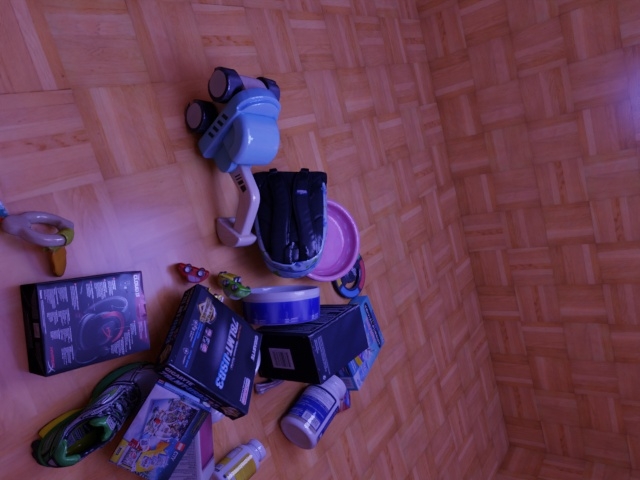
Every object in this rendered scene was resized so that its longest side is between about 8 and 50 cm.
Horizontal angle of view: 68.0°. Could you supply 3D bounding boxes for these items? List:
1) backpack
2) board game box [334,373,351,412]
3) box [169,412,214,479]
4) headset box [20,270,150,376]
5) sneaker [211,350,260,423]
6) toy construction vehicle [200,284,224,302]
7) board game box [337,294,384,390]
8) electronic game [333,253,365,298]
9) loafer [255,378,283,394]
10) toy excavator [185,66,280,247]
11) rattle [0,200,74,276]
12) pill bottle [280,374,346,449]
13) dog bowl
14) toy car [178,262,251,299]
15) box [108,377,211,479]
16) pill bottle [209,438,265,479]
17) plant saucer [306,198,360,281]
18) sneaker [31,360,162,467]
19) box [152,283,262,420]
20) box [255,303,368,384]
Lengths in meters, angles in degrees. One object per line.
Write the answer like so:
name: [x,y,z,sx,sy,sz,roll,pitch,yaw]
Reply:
backpack: [-0.101,-0.047,1.668,0.290,0.273,0.355,-4,53,-11]
board game box: [0.070,0.578,2.000,0.145,0.027,0.281,1,85,-49]
box: [-0.390,0.559,1.333,0.127,0.148,0.232,25,61,-86]
headset box: [-0.577,0.197,1.213,0.293,0.110,0.218,-8,91,-50]
sneaker: [-0.300,0.421,1.510,0.152,0.114,0.305,58,46,-29]
toy construction vehicle: [-0.365,0.196,1.529,0.098,0.035,0.086,27,64,-36]
board game box: [0.154,0.432,2.039,0.336,0.079,0.254,-46,120,-52]
electronic game: [0.128,0.143,2.106,0.229,0.048,0.229,9,78,-49]
loafer: [-0.182,0.509,1.698,0.125,0.045,0.039,-15,91,-47]
toy excavator: [-0.258,-0.256,1.535,0.222,0.433,0.445,-5,61,-50]
rattle: [-0.712,-0.006,1.142,0.199,0.143,0.130,10,45,-34]
pill bottle: [-0.019,0.633,1.789,0.264,0.153,0.153,-44,118,-43]
dog bowl: [-0.133,0.216,1.619,0.265,0.265,0.104,-3,90,-50]
toy car: [-0.303,0.138,1.475,0.239,0.225,0.053,18,92,-48]
box: [-0.413,0.498,1.232,0.159,0.044,0.233,32,90,-11]
pill bottle: [-0.264,0.727,1.524,0.184,0.103,0.103,-29,107,-47]
plant saucer: [0.000,0.000,1.885,0.332,0.084,0.332,5,79,-29]
sneaker: [-0.533,0.444,1.208,0.343,0.146,0.134,-43,117,-45]
box: [-0.309,0.322,1.386,0.293,0.073,0.295,44,30,-27]
box: [-0.036,0.358,1.690,0.294,0.296,0.183,-23,103,-48]
